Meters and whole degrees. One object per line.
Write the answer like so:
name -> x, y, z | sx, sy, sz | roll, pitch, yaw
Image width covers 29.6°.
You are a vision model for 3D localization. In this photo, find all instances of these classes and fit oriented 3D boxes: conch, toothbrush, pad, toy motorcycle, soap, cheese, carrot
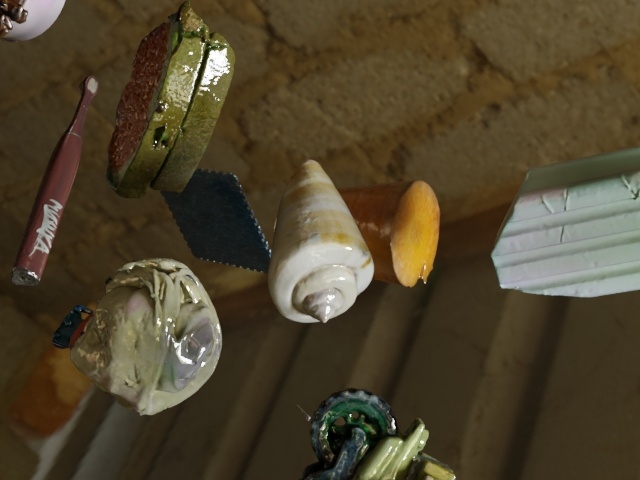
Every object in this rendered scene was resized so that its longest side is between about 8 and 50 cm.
conch -> 0.010, -0.002, 1.559 | 0.127, 0.158, 0.255 | -16, -125, 29
toothbrush -> -0.345, -0.090, 1.605 | 0.041, 0.041, 0.363 | -25, -139, 35
toothbrush -> -0.037, 0.351, 2.478 | 0.008, 0.006, 0.097 | -66, -161, 1
pad -> -0.218, -0.046, 2.473 | 0.270, 0.269, 0.012 | 10, -135, 42
toy motorcycle -> 0.042, 0.420, 1.705 | 0.169, 0.237, 0.410 | -127, -122, -85
soap -> 0.437, -0.024, 1.882 | 0.347, 0.208, 0.115 | -12, -151, 18
cheese -> -0.413, 0.223, 2.536 | 0.329, 0.129, 0.217 | 17, -123, 25
carrot -> 0.065, -0.021, 2.192 | 0.254, 0.196, 0.196 | 6, -129, 28

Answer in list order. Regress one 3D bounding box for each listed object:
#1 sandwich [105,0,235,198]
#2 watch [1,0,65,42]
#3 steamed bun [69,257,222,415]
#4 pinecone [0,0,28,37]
sandwich -> -0.231, -0.198, 1.807 | 0.212, 0.109, 0.292 | 14, -91, 62
watch -> -0.499, -0.446, 1.934 | 0.248, 0.217, 0.211 | -52, 167, 15
steamed bun -> -0.280, 0.189, 2.193 | 0.207, 0.280, 0.268 | 25, -111, 40
pinecone -> -0.480, -0.349, 1.694 | 0.163, 0.162, 0.165 | -28, 171, 30
